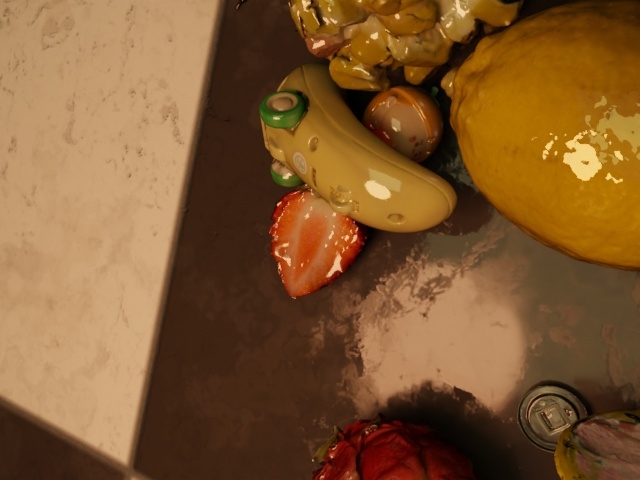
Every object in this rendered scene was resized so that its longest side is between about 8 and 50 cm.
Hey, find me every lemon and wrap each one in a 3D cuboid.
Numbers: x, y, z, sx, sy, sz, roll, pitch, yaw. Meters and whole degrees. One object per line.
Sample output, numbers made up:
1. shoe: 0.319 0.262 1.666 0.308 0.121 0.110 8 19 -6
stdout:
1. lemon: 0.296 -0.105 0.597 0.316 0.285 0.285 -2 88 47

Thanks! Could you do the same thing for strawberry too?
1. strawberry: 0.000 0.000 0.840 0.146 0.082 0.187 30 108 29

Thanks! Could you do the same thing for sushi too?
1. sushi: 0.110 -0.336 0.622 0.328 0.328 0.285 -8 87 -15

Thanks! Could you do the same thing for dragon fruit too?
1. dragon fruit: 0.096 0.366 0.713 0.244 0.244 0.299 -18 74 25

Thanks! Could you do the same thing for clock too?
1. clock: 0.292 0.223 0.729 0.085 0.017 0.085 0 90 26

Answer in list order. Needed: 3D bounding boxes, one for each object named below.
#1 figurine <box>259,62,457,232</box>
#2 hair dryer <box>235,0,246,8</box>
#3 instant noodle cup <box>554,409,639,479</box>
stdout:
1. figurine: 0.060 -0.131 0.760 0.324 0.222 0.124 43 152 34
2. hair dryer: -0.104 -0.396 0.928 0.079 0.031 0.083 48 123 9
3. instant noodle cup: 0.375 0.346 0.543 0.325 0.325 0.254 8 102 26
